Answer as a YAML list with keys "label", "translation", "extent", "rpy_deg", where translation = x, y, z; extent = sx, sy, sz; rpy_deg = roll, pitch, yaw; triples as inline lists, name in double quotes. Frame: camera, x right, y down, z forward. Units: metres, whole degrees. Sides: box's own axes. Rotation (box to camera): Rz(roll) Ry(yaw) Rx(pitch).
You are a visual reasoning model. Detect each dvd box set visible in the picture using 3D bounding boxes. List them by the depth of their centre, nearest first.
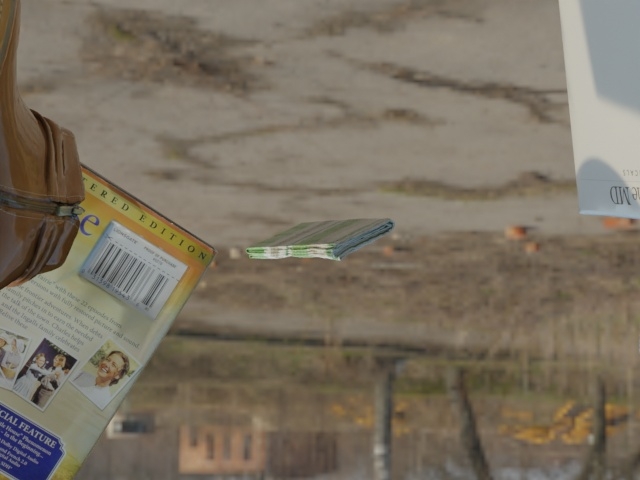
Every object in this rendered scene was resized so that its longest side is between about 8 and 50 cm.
- label: "dvd box set"
  translation: [-0.339, 0.105, 1.338]
  extent: [0.307, 0.420, 0.062]
  rpy_deg: [32, 178, -7]

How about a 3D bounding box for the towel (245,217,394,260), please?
- label: "towel"
  translation: [0.000, 0.000, 1.621]
  extent: [0.152, 0.023, 0.113]
  rpy_deg: [-2, -165, 45]

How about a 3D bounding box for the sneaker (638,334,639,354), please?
- label: "sneaker"
  translation: [0.303, 0.045, 1.121]
  extent: [0.072, 0.178, 0.077]
  rpy_deg: [6, 130, 5]

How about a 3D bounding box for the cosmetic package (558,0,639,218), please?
- label: "cosmetic package"
  translation: [0.270, -0.201, 0.959]
  extent: [0.155, 0.366, 0.197]
  rpy_deg: [-7, -176, -14]

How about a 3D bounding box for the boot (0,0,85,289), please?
- label: "boot"
  translation: [-0.246, -0.087, 1.072]
  extent: [0.109, 0.283, 0.220]
  rpy_deg: [12, -172, 21]
